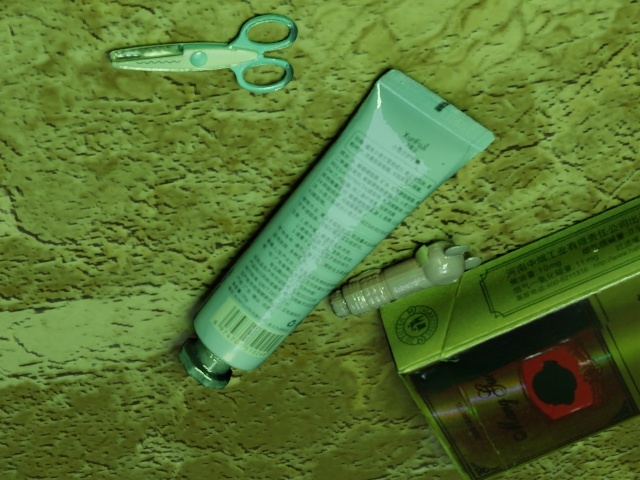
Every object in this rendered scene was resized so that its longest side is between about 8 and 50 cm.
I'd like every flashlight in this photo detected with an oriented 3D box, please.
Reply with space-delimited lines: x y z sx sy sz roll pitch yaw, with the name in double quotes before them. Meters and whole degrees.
"flashlight" 0.058 0.025 1.378 0.110 0.031 0.052 -22 157 13

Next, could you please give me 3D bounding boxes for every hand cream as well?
"hand cream" 0.000 0.000 1.328 0.091 0.058 0.271 32 116 -21

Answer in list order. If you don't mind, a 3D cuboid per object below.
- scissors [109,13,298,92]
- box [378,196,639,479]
"scissors" -0.073 -0.117 1.229 0.119 0.014 0.058 -2 128 -14
"box" 0.183 0.072 1.422 0.240 0.071 0.159 -23 134 8
